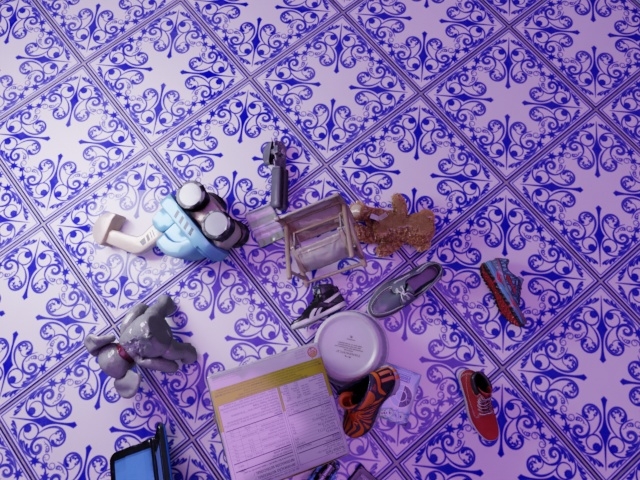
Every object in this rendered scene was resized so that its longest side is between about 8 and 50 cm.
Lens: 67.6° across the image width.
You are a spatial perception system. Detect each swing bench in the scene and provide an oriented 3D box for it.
[{"bbox_3d":[0.000,0.000,1.704,0.253,0.165,0.254,-20,68,16],"label":"swing bench"}]

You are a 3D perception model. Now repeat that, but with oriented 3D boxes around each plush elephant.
[{"bbox_3d":[-0.627,0.370,1.620,0.256,0.330,0.271,-31,85,12],"label":"plush elephant"}]

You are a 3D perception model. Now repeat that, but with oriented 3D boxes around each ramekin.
[{"bbox_3d":[0.099,0.366,1.647,0.273,0.127,0.272,-3,72,9],"label":"ramekin"}]

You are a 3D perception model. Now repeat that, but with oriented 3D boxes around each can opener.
[{"bbox_3d":[-0.176,-0.254,1.861,0.095,0.076,0.283,-8,75,32],"label":"can opener"}]

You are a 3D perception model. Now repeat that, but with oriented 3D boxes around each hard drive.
[{"bbox_3d":[0.127,0.840,1.607,0.094,0.022,0.135,40,80,9],"label":"hard drive"}]

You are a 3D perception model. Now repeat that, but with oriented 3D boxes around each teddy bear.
[{"bbox_3d":[0.256,-0.052,1.790,0.338,0.113,0.245,-11,69,6],"label":"teddy bear"}]

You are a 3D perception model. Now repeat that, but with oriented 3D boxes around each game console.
[{"bbox_3d":[-0.571,0.773,1.520,0.174,0.250,0.293,-4,54,-26],"label":"game console"}]

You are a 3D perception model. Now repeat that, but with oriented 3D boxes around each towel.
[{"bbox_3d":[-0.211,-0.059,1.827,0.113,0.023,0.151,-25,78,-4],"label":"towel"}]

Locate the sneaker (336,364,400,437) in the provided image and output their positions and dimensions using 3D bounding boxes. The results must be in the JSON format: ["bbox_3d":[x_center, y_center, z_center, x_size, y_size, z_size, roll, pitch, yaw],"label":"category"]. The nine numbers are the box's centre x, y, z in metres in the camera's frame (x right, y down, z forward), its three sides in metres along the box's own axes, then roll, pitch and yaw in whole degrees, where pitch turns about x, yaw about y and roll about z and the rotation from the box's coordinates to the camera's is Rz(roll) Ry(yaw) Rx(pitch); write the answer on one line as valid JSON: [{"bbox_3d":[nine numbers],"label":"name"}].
[{"bbox_3d":[0.112,0.529,1.543,0.124,0.180,0.321,46,123,39],"label":"sneaker"}]

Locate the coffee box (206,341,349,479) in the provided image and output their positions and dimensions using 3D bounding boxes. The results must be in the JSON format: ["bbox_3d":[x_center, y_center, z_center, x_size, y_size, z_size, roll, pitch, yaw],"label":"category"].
[{"bbox_3d":[-0.150,0.542,1.491,0.339,0.337,0.334,-14,76,-17],"label":"coffee box"}]

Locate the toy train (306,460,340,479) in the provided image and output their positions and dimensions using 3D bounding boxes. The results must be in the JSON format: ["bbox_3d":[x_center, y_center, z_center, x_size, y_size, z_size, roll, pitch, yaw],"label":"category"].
[{"bbox_3d":[-0.008,0.796,1.577,0.080,0.105,0.184,36,79,12],"label":"toy train"}]

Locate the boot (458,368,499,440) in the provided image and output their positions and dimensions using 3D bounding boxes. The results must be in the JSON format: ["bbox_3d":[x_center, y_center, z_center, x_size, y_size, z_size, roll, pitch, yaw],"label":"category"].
[{"bbox_3d":[0.546,0.554,1.593,0.089,0.176,0.244,-18,78,-5],"label":"boot"}]

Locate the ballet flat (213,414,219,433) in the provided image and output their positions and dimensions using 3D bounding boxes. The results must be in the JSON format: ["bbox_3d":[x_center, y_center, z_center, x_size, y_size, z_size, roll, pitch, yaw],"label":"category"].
[{"bbox_3d":[-0.309,0.674,1.639,0.067,0.073,0.206,-32,74,21],"label":"ballet flat"}]

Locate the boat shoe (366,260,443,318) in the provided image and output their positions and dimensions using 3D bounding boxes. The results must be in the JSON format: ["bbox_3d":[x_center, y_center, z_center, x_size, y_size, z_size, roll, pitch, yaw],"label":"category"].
[{"bbox_3d":[0.306,0.173,1.725,0.320,0.099,0.116,-31,78,-6],"label":"boat shoe"}]

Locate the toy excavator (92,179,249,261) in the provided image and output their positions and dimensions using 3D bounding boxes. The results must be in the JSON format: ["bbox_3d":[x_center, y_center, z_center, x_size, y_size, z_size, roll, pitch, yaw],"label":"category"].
[{"bbox_3d":[-0.558,-0.031,1.745,0.445,0.222,0.433,-42,78,0],"label":"toy excavator"}]

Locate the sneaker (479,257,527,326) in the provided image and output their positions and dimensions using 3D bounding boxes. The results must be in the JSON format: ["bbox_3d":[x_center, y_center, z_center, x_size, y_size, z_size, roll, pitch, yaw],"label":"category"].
[{"bbox_3d":[0.688,0.179,1.719,0.125,0.104,0.261,-22,77,-7],"label":"sneaker"}]

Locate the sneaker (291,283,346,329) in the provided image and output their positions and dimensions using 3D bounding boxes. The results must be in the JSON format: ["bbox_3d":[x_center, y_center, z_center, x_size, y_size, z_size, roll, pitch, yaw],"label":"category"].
[{"bbox_3d":[-0.026,0.230,1.733,0.217,0.079,0.121,-24,74,-13],"label":"sneaker"}]

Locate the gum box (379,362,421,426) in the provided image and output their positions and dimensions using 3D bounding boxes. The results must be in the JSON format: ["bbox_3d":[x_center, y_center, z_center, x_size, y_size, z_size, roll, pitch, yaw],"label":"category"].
[{"bbox_3d":[0.249,0.531,1.670,0.157,0.041,0.184,20,78,6],"label":"gum box"}]
